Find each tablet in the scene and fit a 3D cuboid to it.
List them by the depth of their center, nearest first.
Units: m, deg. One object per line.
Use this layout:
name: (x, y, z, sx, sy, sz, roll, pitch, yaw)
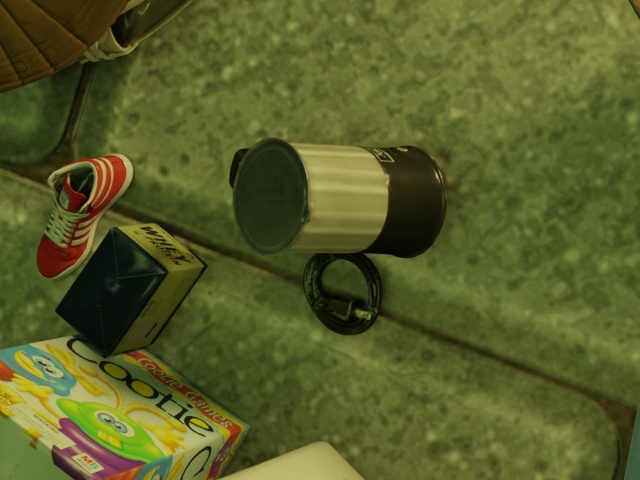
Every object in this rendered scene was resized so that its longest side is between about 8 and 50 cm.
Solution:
tablet: (0.236, 0.162, 1.257, 0.054, 0.006, 0.083, 20, 102, 60)

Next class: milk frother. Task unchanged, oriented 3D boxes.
milk frother: (0.000, 0.000, 1.280, 0.129, 0.134, 0.143, 2, 91, 50)

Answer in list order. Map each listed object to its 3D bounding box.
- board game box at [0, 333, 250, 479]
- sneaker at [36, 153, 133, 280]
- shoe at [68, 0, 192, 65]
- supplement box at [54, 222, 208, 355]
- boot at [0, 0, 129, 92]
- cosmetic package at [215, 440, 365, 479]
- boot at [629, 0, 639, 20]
board game box: (-0.187, 0.169, 1.279, 0.142, 0.275, 0.144, 34, 103, 14)
sneaker: (-0.198, -0.018, 1.384, 0.042, 0.067, 0.118, 37, 104, 14)
shoe: (-0.150, -0.181, 1.355, 0.219, 0.076, 0.058, -35, 76, 16)
supplement box: (-0.144, 0.036, 1.359, 0.056, 0.083, 0.083, 40, 104, 13)
boot: (-0.214, -0.234, 1.306, 0.262, 0.095, 0.203, -40, 48, -3)
cosmetic package: (-0.052, 0.374, 1.175, 0.327, 0.393, 0.329, -46, 77, 12)
boot: (0.318, -0.151, 1.198, 0.197, 0.073, 0.152, 41, 106, 0)
